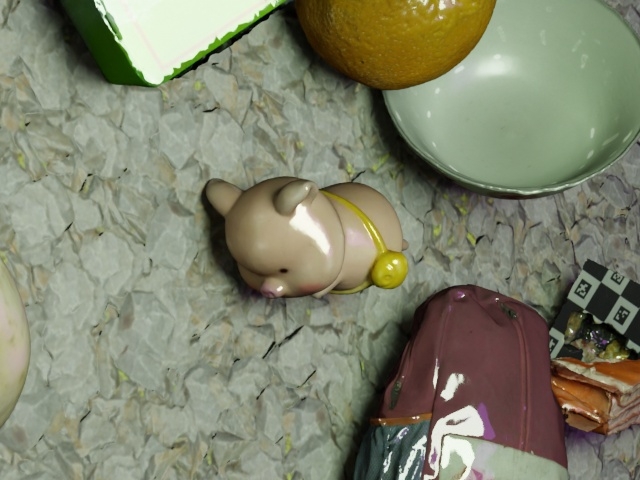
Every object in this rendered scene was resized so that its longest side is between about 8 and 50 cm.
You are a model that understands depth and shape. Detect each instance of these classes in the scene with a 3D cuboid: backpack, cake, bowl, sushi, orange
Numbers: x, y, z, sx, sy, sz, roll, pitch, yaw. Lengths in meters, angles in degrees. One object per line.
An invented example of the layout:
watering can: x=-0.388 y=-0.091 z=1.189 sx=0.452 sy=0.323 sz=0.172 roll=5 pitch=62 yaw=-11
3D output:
backpack: x=0.174 y=0.211 z=1.905 sx=0.283 sy=0.197 sz=0.317 roll=21 pitch=66 yaw=-38
cake: x=0.394 y=0.201 z=2.154 sx=0.287 sy=0.135 sz=0.098 roll=2 pitch=101 yaw=-50
bowl: x=0.243 y=-0.163 z=2.003 sx=0.157 sy=0.337 sz=0.337 roll=87 pitch=25 yaw=-60
sushi: x=0.385 y=0.136 z=2.201 sx=0.215 sy=0.050 sz=0.192 roll=26 pitch=92 yaw=-33
orange: x=0.088 y=-0.302 z=1.843 sx=0.264 sy=0.264 sz=0.264 roll=7 pitch=80 yaw=-43

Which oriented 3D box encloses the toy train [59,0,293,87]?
toy train: x=-0.148 y=-0.317 z=1.651 sx=0.307 sy=0.173 sz=0.249 roll=-37 pitch=109 yaw=-17

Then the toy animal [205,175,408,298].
toy animal: x=0.002 y=-0.001 z=1.797 sx=0.248 sy=0.165 sz=0.149 roll=13 pitch=70 yaw=-48

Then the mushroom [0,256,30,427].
mushroom: x=-0.336 y=0.127 z=1.455 sx=0.236 sy=0.162 sz=0.173 roll=-44 pitch=112 yaw=-36
